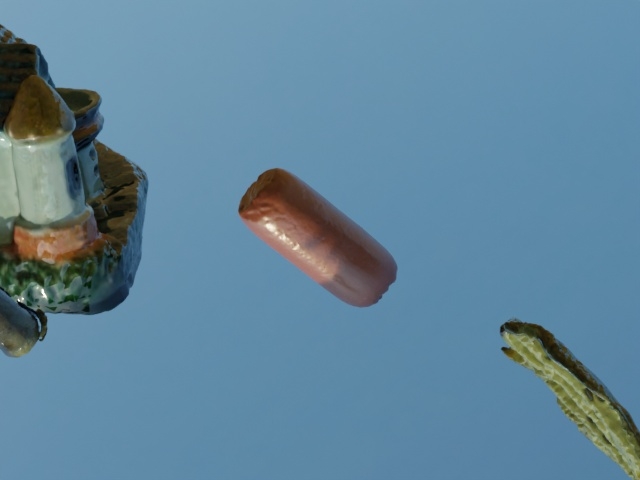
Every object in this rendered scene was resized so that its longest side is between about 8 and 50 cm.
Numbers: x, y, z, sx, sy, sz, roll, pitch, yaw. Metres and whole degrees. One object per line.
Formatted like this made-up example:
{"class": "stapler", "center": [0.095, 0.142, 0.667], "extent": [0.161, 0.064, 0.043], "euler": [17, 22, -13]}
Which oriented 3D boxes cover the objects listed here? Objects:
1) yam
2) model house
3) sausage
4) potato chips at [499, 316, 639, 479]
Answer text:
{"class": "yam", "center": [-0.191, 0.020, 0.925], "extent": [0.033, 0.129, 0.027], "euler": [-47, -131, -5]}
{"class": "model house", "center": [-0.263, -0.107, 1.516], "extent": [0.184, 0.291, 0.253], "euler": [-5, -155, 7]}
{"class": "sausage", "center": [0.000, 0.000, 1.507], "extent": [0.062, 0.154, 0.062], "euler": [-41, -155, 24]}
{"class": "potato chips", "center": [0.178, 0.124, 1.090], "extent": [0.028, 0.092, 0.207], "euler": [-35, -114, -8]}
